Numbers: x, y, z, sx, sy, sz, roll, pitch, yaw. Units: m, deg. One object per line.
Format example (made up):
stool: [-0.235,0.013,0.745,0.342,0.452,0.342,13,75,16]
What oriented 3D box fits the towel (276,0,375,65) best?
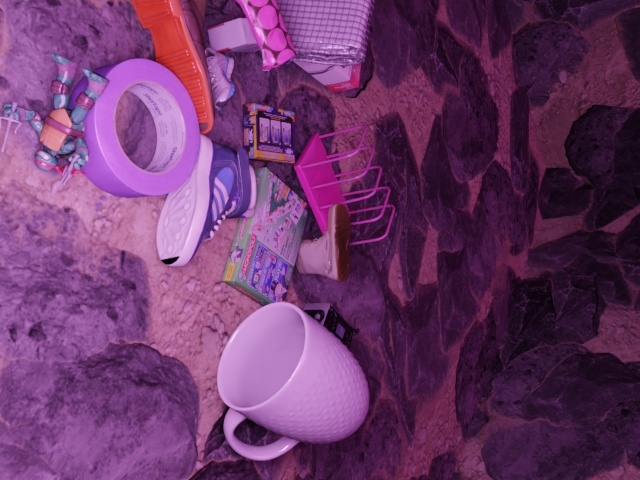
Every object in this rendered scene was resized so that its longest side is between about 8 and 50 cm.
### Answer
towel: [-0.006,-0.587,1.795,0.121,0.284,0.234,46,53,-72]

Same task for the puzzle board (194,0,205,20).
puzzle board: [-0.306,-0.538,1.574,0.096,0.011,0.128,15,75,-53]

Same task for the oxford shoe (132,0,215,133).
oxford shoe: [-0.288,-0.417,1.488,0.133,0.130,0.363,-46,130,-52]

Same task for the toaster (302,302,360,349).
toaster: [0.006,0.283,1.910,0.185,0.110,0.168,48,52,-43]

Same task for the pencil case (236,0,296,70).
pencil case: [-0.133,-0.500,1.566,0.098,0.095,0.209,-37,115,-26]

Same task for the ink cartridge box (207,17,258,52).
ink cartridge box: [-0.183,-0.501,1.664,0.150,0.109,0.063,-25,107,-53]

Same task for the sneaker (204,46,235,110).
sneaker: [-0.249,-0.378,1.578,0.083,0.071,0.190,32,33,-37]

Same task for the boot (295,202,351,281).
boot: [0.000,0.000,1.863,0.077,0.165,0.213,-14,107,-49]

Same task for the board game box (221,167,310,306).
board game box: [-0.134,0.000,1.772,0.213,0.046,0.317,40,57,-47]

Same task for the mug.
mug: [-0.073,0.381,1.658,0.374,0.276,0.328,-47,126,2]

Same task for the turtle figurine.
turtle figurine: [-0.474,-0.206,1.221,0.118,0.175,0.234,-97,-148,-84]

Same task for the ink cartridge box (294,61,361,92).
ink cartridge box: [0.021,-0.562,1.973,0.237,0.100,0.171,24,68,-53]

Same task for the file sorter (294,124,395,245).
file sorter: [0.083,-0.152,1.943,0.202,0.182,0.290,-67,141,-52]

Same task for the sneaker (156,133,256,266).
sneaker: [-0.232,-0.064,1.555,0.236,0.130,0.322,30,59,-47]

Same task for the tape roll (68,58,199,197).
tape roll: [-0.374,-0.226,1.392,0.275,0.090,0.274,6,83,-56]

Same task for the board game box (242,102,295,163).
board game box: [-0.134,-0.277,1.783,0.170,0.048,0.140,-1,91,-56]
